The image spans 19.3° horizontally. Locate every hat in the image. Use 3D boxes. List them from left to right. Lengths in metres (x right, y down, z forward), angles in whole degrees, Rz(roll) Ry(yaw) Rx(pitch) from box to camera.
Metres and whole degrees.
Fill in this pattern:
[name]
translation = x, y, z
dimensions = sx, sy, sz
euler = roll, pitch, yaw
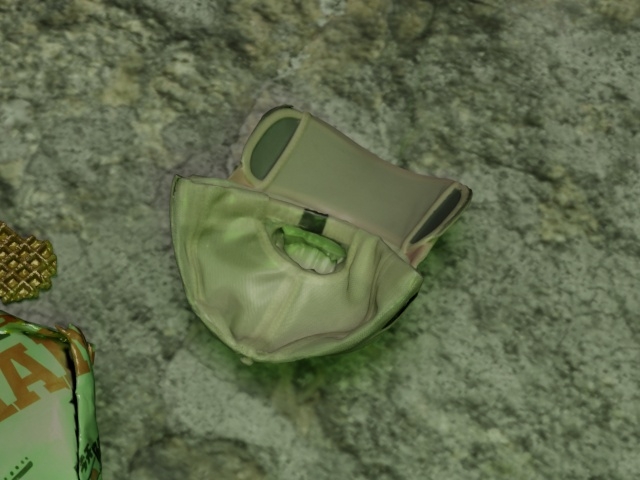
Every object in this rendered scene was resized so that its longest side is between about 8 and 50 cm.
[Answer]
[hat]
translation = 0.000, 0.000, 1.567
dimensions = 0.219, 0.164, 0.226
euler = 26, 21, 15

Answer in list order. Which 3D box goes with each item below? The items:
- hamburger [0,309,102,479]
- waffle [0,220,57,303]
[hamburger]
translation = -0.282, 0.146, 1.440
dimensions = 0.235, 0.125, 0.214
euler = -7, 52, -9
[waffle]
translation = -0.263, 0.018, 1.583
dimensions = 0.085, 0.016, 0.078
euler = 10, 62, 6
